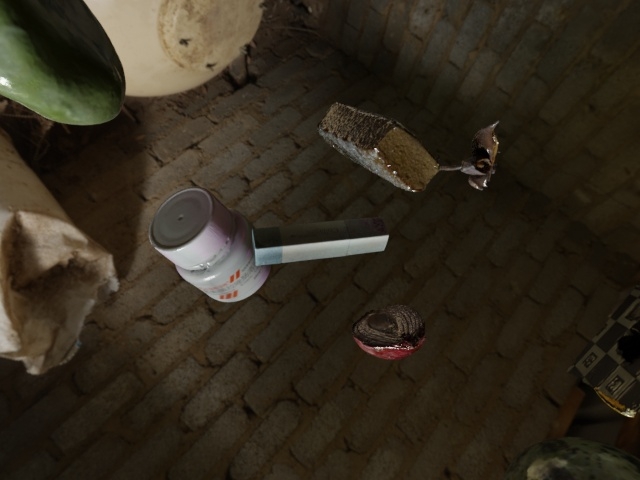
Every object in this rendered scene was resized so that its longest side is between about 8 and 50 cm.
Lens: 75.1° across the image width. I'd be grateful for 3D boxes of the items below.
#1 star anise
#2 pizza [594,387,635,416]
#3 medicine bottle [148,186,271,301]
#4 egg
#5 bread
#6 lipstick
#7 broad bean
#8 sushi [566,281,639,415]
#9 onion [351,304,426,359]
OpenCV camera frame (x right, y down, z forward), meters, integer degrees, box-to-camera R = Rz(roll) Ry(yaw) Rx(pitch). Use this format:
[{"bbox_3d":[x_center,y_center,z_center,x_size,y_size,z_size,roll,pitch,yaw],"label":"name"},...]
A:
[{"bbox_3d":[0.321,-0.204,0.991,0.219,0.227,0.148,-12,108,-43],"label":"star anise"},{"bbox_3d":[0.802,0.355,1.125,0.184,0.036,0.176,-112,-141,-70],"label":"pizza"},{"bbox_3d":[-0.315,0.016,1.235,0.256,0.256,0.325,-47,145,-10],"label":"medicine bottle"},{"bbox_3d":[0.212,0.222,0.306,0.132,0.132,0.172,-46,-176,-13],"label":"egg"},{"bbox_3d":[0.121,-0.236,1.016,0.113,0.165,0.416,-53,-154,9],"label":"bread"},{"bbox_3d":[0.000,0.000,0.993,0.318,0.066,0.068,-6,141,-12],"label":"lipstick"},{"bbox_3d":[-0.287,-0.207,0.410,0.100,0.169,0.228,-19,169,23],"label":"broad bean"},{"bbox_3d":[0.395,0.101,0.468,0.210,0.040,0.193,-54,169,3],"label":"sushi"},{"bbox_3d":[0.232,0.309,1.309,0.227,0.120,0.283,-22,-166,-12],"label":"onion"}]
